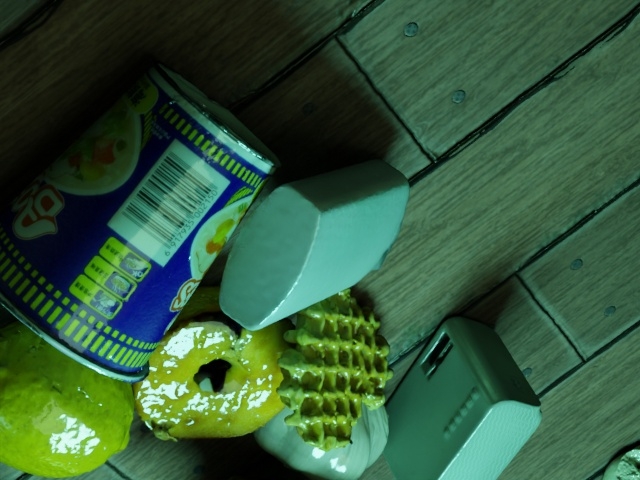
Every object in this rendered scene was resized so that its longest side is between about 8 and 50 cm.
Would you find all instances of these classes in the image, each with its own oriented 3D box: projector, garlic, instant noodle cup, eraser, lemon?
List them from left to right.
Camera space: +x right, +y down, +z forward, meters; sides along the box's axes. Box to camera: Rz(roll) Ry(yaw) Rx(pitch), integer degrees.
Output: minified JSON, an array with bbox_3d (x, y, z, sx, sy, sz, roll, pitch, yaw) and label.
[{"bbox_3d":[-0.353,0.204,1.677,0.204,0.204,0.260,-41,125,10],"label":"lemon"},{"bbox_3d":[-0.220,-0.037,1.538,0.312,0.284,0.284,-49,127,6],"label":"instant noodle cup"},{"bbox_3d":[0.000,0.000,1.637,0.189,0.104,0.290,-57,164,22],"label":"eraser"},{"bbox_3d":[0.012,0.286,1.924,0.229,0.143,0.178,19,114,-30],"label":"garlic"},{"bbox_3d":[0.204,0.272,1.954,0.108,0.198,0.250,17,117,-31],"label":"projector"}]

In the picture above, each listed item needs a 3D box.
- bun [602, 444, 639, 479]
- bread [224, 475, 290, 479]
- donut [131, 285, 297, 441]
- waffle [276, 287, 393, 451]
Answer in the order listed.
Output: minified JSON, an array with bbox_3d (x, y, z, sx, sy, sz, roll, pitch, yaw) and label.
[{"bbox_3d":[0.596,0.452,2.290,0.178,0.128,0.193,-36,127,7],"label":"bun"},{"bbox_3d":[-0.078,0.443,1.915,0.370,0.314,0.192,23,78,-33],"label":"bread"},{"bbox_3d":[-0.146,0.173,1.793,0.253,0.118,0.254,-9,125,-13],"label":"donut"},{"bbox_3d":[0.021,0.187,1.804,0.056,0.253,0.249,-6,137,30],"label":"waffle"}]
